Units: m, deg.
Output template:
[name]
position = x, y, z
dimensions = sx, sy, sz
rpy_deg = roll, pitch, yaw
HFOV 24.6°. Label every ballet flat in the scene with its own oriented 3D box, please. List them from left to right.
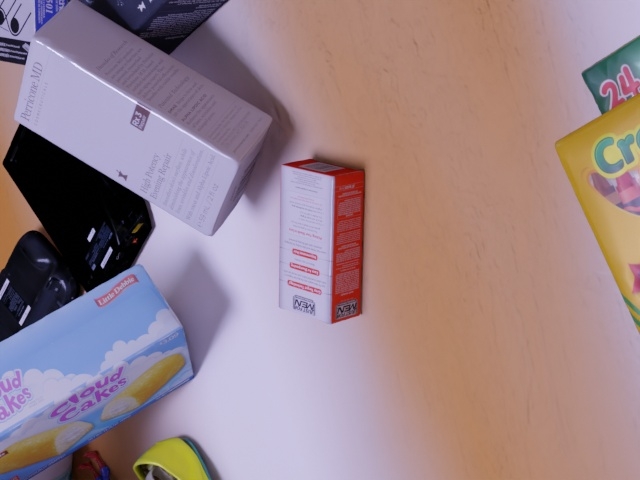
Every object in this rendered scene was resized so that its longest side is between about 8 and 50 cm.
[ballet flat]
position = -0.122, 0.310, 1.547
dimensions = 0.231, 0.077, 0.077
rpy_deg = 52, 131, 22

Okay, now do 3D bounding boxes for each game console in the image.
[game console]
position = -0.320, 0.017, 1.696
dimensions = 0.213, 0.044, 0.361
rpy_deg = 54, 131, 23

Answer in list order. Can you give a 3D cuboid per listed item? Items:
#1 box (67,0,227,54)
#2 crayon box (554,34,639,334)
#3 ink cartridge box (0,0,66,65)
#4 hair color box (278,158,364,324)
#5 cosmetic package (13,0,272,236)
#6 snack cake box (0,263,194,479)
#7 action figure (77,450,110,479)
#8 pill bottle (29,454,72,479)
[box]
position = -0.177, -0.276, 1.442
dimensions = 0.158, 0.093, 0.156
rpy_deg = -34, 76, 45
[crayon box]
position = 0.299, -0.019, 1.041
dimensions = 0.202, 0.081, 0.318
rpy_deg = -33, 76, 45
[ink cartridge box]
position = -0.367, -0.256, 1.668
dimensions = 0.207, 0.046, 0.097
rpy_deg = 15, 109, 42
[hair color box]
position = 0.000, 0.000, 1.370
dimensions = 0.072, 0.043, 0.141
rpy_deg = 16, 110, 42
[cosmetic package]
position = -0.172, -0.117, 1.408
dimensions = 0.231, 0.085, 0.117
rpy_deg = 29, 136, 4
[snack cake box]
position = -0.266, 0.149, 1.490
dimensions = 0.089, 0.264, 0.152
rpy_deg = 54, 166, 20
[action figure]
position = -0.242, 0.298, 1.701
dimensions = 0.115, 0.030, 0.038
rpy_deg = 47, 124, 23
[pill bottle]
position = -0.375, 0.345, 1.759
dimensions = 0.146, 0.146, 0.264
rpy_deg = 24, 117, 39
